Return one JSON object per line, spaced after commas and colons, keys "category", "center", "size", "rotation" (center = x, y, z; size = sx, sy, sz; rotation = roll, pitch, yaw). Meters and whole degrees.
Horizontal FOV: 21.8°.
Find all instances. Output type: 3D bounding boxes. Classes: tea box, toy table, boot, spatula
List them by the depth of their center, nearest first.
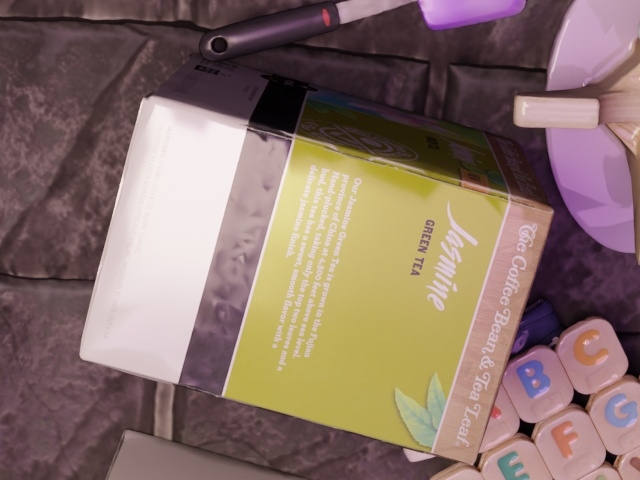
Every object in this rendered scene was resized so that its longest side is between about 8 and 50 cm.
{"category": "tea box", "center": [0.000, 0.000, 1.395], "size": [0.324, 0.329, 0.220], "rotation": [16, 103, -3]}
{"category": "toy table", "center": [0.291, -0.113, 1.445], "size": [0.252, 0.161, 0.274], "rotation": [-9, 101, 4]}
{"category": "spatula", "center": [0.035, -0.208, 1.482], "size": [0.297, 0.030, 0.084], "rotation": [-16, 102, -10]}
{"category": "boot", "center": [0.149, 0.130, 1.559], "size": [0.190, 0.069, 0.086], "rotation": [-28, 93, 0]}

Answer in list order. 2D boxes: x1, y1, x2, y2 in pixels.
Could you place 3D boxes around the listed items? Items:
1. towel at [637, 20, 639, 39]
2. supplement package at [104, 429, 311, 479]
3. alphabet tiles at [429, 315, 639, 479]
{"category": "towel", "center": [0.426, -0.159, 1.346], "size": [0.374, 0.320, 0.090], "rotation": [39, 135, -15]}
{"category": "supplement package", "center": [-0.116, 0.303, 1.502], "size": [0.204, 0.262, 0.145], "rotation": [16, 104, -2]}
{"category": "alphabet tiles", "center": [0.246, 0.216, 1.551], "size": [0.284, 0.021, 0.278], "rotation": [-28, 113, 0]}
